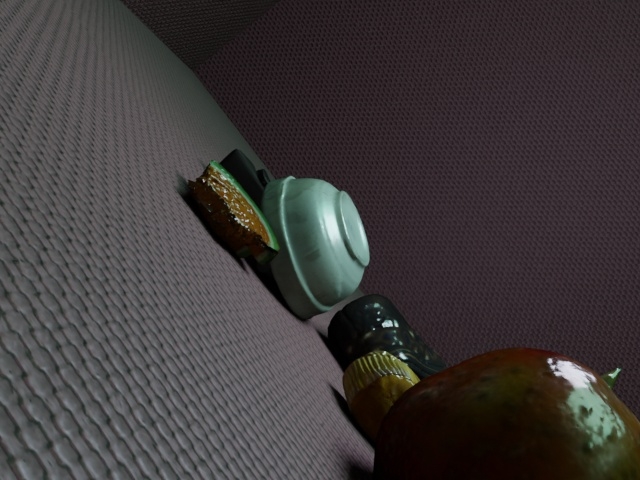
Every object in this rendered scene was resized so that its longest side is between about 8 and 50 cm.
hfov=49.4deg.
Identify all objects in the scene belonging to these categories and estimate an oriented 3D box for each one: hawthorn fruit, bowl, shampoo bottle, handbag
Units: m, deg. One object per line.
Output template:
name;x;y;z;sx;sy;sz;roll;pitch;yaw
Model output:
hawthorn fruit;0.287;0.321;0.972;0.402;0.403;0.403;52;4;-5
bowl;0.000;0.000;1.468;0.307;0.163;0.307;-18;90;-74
shampoo bottle;-0.107;0.045;1.444;0.080;0.040;0.165;53;3;0
handbag;-0.136;-0.074;1.756;0.285;0.113;0.257;53;-2;17

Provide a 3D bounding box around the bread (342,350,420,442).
bread;0.129;0.296;1.235;0.190;0.132;0.114;48;6;-23

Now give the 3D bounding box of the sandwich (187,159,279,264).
sandwich;-0.173;-0.043;1.305;0.235;0.079;0.159;49;14;6

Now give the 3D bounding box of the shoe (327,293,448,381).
shoe;0.161;0.263;1.610;0.384;0.171;0.237;34;21;-53
